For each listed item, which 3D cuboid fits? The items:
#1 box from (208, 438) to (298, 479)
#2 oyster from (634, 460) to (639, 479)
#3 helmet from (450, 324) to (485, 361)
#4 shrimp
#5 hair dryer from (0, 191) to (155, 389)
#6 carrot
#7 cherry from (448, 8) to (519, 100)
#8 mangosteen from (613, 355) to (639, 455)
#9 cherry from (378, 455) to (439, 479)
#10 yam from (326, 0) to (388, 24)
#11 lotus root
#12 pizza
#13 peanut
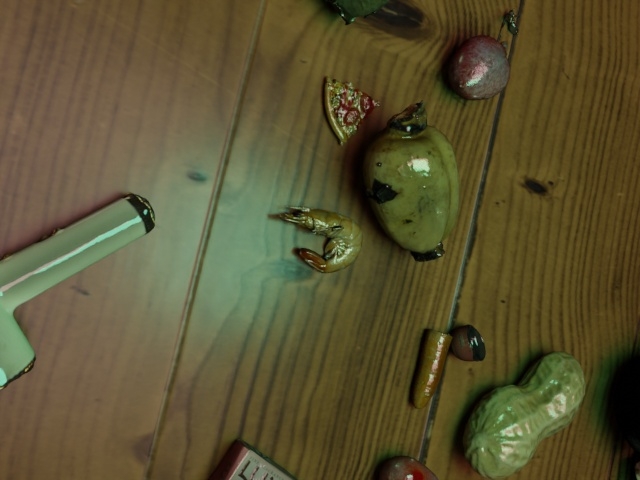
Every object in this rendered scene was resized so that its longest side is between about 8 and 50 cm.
[{"bbox_3d":[-0.095,0.387,0.975,0.156,0.060,0.111,42,73,-23],"label":"box"},{"bbox_3d":[0.797,0.584,1.401,0.238,0.115,0.351,-38,93,-20],"label":"oyster"},{"bbox_3d":[0.255,0.186,1.145,0.084,0.049,0.065,37,41,-50],"label":"helmet"},{"bbox_3d":[-0.004,-0.002,1.016,0.162,0.045,0.095,15,107,-32],"label":"shrimp"},{"bbox_3d":[-0.350,0.030,0.803,0.362,0.128,0.203,-34,106,-29],"label":"hair dryer"},{"bbox_3d":[0.189,0.224,1.118,0.048,0.048,0.139,17,88,-27],"label":"carrot"},{"bbox_3d":[0.300,-0.316,1.122,0.225,0.090,0.107,-41,98,-28],"label":"cherry"},{"bbox_3d":[0.724,0.362,1.283,0.275,0.275,0.302,-18,113,-25],"label":"mangosteen"},{"bbox_3d":[0.143,0.419,1.081,0.126,0.087,0.106,44,66,-41],"label":"cherry"},{"bbox_3d":[0.010,-0.478,0.921,0.168,0.168,0.304,-46,112,-17],"label":"yam"},{"bbox_3d":[0.140,-0.090,1.023,0.154,0.140,0.257,-29,116,-36],"label":"lotus root"},{"bbox_3d":[0.039,-0.218,1.024,0.100,0.029,0.099,-48,111,-17],"label":"pizza"},{"bbox_3d":[0.373,0.306,1.174,0.298,0.120,0.136,-30,111,-25],"label":"peanut"}]
